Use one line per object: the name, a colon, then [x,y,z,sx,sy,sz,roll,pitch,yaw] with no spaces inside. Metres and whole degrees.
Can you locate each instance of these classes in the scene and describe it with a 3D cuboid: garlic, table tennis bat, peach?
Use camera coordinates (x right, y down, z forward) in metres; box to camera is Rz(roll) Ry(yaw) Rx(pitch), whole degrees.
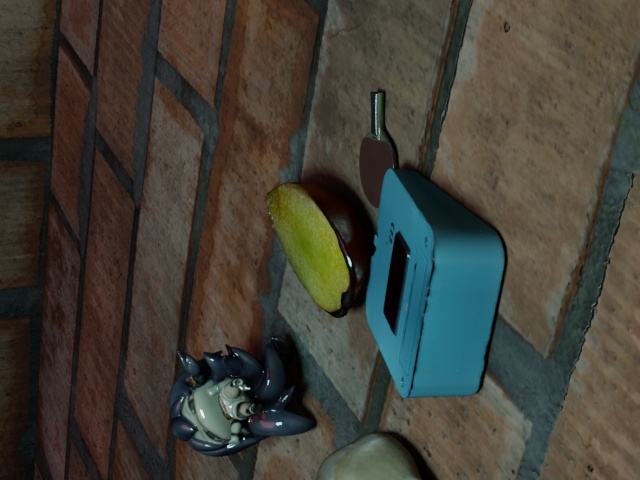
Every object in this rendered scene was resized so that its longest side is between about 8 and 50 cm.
garlic: [0.056,0.348,1.681,0.318,0.112,0.143,133,124,-70]
table tennis bat: [0.077,-0.121,1.623,0.095,0.014,0.158,-157,62,-62]
peach: [0.004,0.000,1.735,0.279,0.068,0.189,50,145,46]

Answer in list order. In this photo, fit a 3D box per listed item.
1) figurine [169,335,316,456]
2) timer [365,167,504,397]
figurine: [-0.134,0.251,1.921,0.265,0.197,0.175,-18,78,42]
timer: [0.130,0.049,1.518,0.250,0.091,0.231,-119,32,-60]
